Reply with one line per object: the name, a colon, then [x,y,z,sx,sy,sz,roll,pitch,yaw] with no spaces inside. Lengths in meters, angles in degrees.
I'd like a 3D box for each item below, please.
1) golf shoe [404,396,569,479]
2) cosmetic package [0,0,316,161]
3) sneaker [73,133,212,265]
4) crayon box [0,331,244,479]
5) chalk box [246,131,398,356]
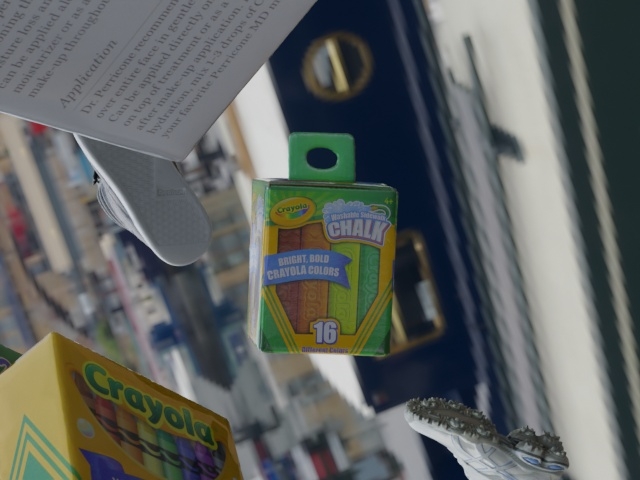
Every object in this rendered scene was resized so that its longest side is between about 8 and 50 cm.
golf shoe: [0.160,0.220,1.558,0.069,0.176,0.086,-76,8,-71]
cosmetic package: [-0.207,-0.218,0.887,0.453,0.230,0.161,15,-144,-48]
sneaker: [-0.231,-0.111,1.721,0.147,0.105,0.295,21,140,61]
crayon box: [-0.141,0.206,1.156,0.203,0.083,0.323,33,-153,-41]
chalk box: [0.000,0.000,1.520,0.132,0.132,0.213,-152,63,-80]
